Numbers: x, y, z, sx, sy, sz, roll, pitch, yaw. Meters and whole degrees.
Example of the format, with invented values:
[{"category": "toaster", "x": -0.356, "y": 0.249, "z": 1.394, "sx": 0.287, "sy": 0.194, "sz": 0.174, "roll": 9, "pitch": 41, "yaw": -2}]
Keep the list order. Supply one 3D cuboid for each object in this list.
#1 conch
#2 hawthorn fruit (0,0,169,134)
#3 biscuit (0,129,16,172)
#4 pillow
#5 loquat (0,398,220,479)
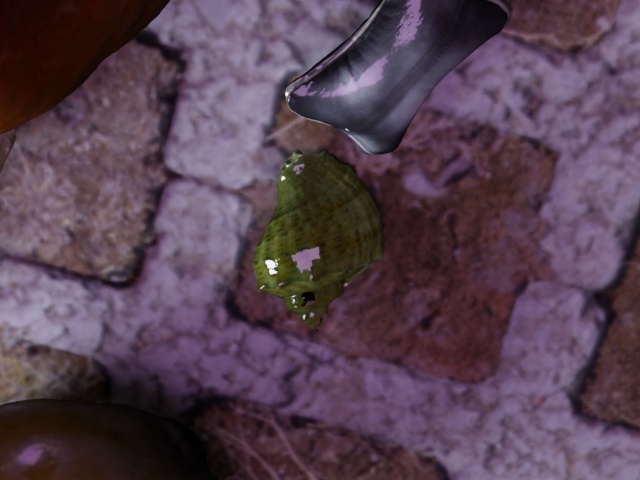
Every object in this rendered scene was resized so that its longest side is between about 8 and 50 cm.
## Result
[{"category": "conch", "x": 0.000, "y": 0.000, "z": 1.158, "sx": 0.089, "sy": 0.074, "sz": 0.121, "roll": -4, "pitch": 99, "yaw": -27}, {"category": "hawthorn fruit", "x": -0.217, "y": -0.171, "z": 0.960, "sx": 0.267, "sy": 0.301, "sz": 0.268, "roll": 4, "pitch": 112, "yaw": 10}, {"category": "biscuit", "x": -0.345, "y": -0.060, "z": 1.089, "sx": 0.281, "sy": 0.179, "sz": 0.084, "roll": 29, "pitch": 158, "yaw": -18}, {"category": "pillow", "x": 0.049, "y": -0.113, "z": 1.097, "sx": 0.091, "sy": 0.055, "sz": 0.135, "roll": 40, "pitch": 113, "yaw": -15}, {"category": "loquat", "x": -0.172, "y": 0.196, "z": 1.196, "sx": 0.227, "sy": 0.179, "sz": 0.179, "roll": 0, "pitch": 115, "yaw": -4}]
